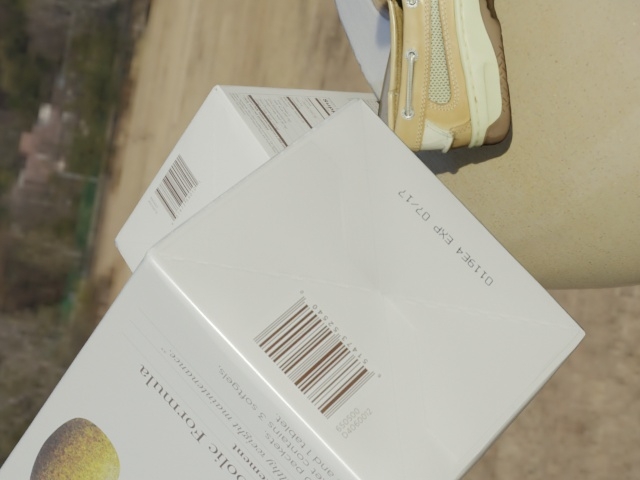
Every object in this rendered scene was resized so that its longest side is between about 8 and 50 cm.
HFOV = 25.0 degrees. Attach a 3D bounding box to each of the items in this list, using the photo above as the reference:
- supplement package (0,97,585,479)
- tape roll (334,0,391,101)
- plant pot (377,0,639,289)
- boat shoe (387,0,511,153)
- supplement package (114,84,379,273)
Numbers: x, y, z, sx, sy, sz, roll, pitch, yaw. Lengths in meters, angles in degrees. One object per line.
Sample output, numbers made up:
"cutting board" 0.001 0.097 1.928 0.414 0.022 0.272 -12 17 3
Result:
"supplement package" -0.028 0.081 0.625 0.134 0.139 0.244 -39 -8 -40
"tape roll" 0.070 -0.278 1.129 0.392 0.072 0.392 167 90 -77
"plant pot" 0.145 -0.081 0.844 0.191 0.284 0.284 -39 28 20
"boat shoe" 0.044 -0.137 0.705 0.068 0.072 0.190 148 114 -85
"supplement package" 0.000 0.000 1.302 0.199 0.262 0.198 -53 59 31
